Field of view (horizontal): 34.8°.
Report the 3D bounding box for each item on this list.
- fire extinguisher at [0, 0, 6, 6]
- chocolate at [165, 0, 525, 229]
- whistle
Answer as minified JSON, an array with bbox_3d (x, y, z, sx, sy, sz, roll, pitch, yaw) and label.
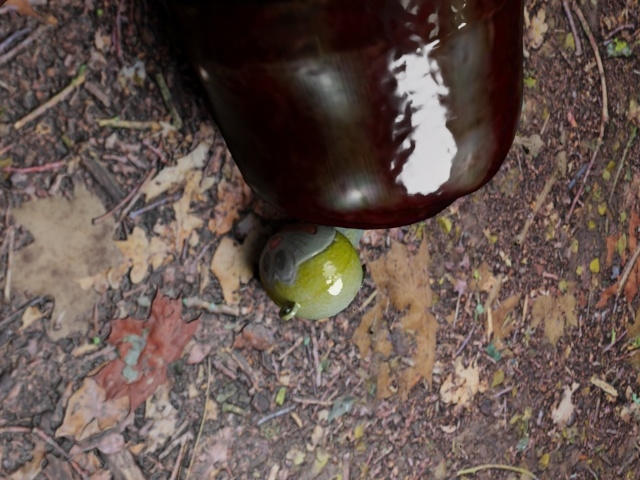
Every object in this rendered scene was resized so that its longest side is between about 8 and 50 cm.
[{"bbox_3d":[-0.316,-0.246,0.857,0.337,0.114,0.135,-51,146,-24],"label":"fire extinguisher"},{"bbox_3d":[0.041,-0.187,1.055,0.384,0.384,0.331,-38,135,-30],"label":"chocolate"},{"bbox_3d":[0.000,0.000,1.178,0.123,0.123,0.223,52,50,-33],"label":"whistle"}]
